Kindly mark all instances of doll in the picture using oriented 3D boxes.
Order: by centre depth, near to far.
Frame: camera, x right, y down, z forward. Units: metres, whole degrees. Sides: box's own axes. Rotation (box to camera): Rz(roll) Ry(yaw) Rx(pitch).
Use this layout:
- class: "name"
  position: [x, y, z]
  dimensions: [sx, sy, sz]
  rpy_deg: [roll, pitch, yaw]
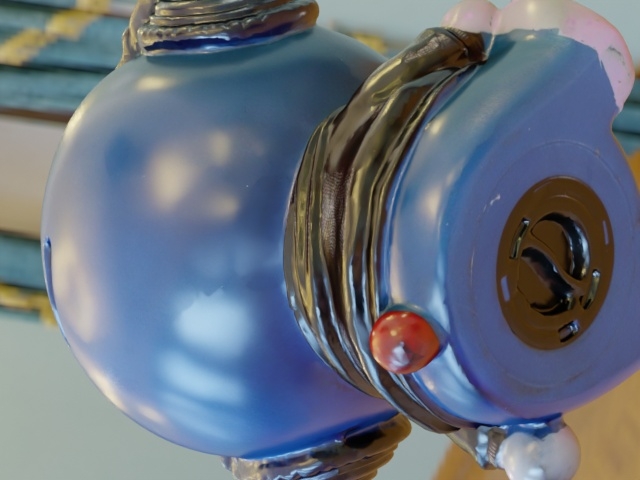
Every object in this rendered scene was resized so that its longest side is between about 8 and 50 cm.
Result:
- class: "doll"
  position: [0.000, 0.000, 0.863]
  dimensions: [0.310, 0.240, 0.284]
  rpy_deg: [7, 110, 47]
